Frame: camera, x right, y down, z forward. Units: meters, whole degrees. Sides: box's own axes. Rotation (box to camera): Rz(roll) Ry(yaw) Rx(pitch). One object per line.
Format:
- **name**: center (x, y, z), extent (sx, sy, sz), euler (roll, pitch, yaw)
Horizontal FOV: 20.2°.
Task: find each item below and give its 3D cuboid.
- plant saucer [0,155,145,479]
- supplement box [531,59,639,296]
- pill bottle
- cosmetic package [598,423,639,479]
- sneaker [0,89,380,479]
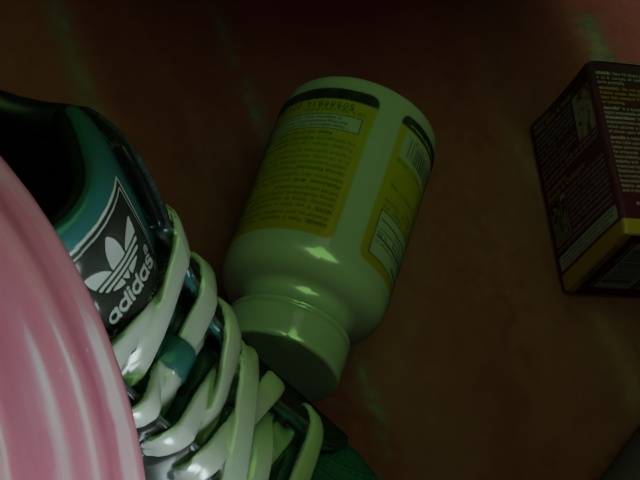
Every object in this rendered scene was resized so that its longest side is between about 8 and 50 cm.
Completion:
- **plant saucer**: center (-0.198, 0.076, 0.404), extent (0.332, 0.084, 0.332), euler (3, 79, -15)
- **supplement box**: center (0.124, -0.025, 0.748), extent (0.043, 0.055, 0.083), euler (3, 62, -21)
- **pill bottle**: center (0.000, 0.000, 0.680), extent (0.065, 0.065, 0.116), euler (24, 56, -7)
- **cosmetic package**: center (0.181, 0.058, 0.529), extent (0.097, 0.377, 0.284), euler (43, 56, 5)
- **sneaker**: center (-0.076, 0.036, 0.563), extent (0.302, 0.121, 0.108), euler (36, 51, -17)
